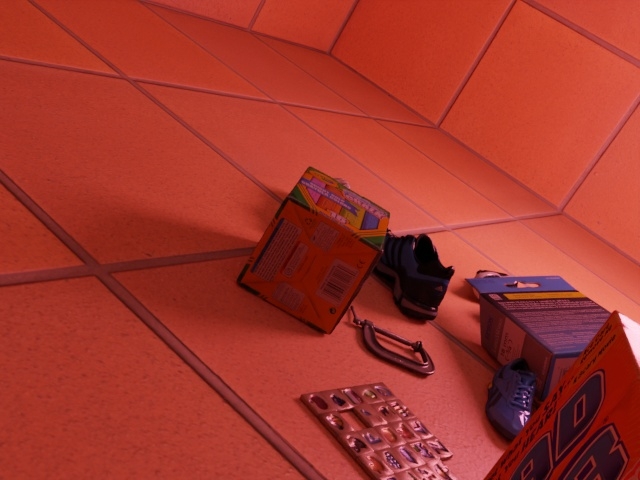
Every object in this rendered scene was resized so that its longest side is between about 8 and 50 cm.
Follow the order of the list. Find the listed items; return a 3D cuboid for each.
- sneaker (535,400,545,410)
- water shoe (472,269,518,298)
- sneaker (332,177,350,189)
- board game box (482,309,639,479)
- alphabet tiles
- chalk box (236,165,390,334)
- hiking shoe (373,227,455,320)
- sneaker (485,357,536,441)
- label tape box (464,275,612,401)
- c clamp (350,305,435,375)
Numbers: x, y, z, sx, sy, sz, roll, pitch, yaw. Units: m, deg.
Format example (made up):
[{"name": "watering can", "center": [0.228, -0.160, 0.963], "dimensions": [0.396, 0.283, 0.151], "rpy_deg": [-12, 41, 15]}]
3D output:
[{"name": "sneaker", "center": [0.509, 0.319, 1.444], "dimensions": [0.283, 0.122, 0.110], "rpy_deg": [22, 21, -23]}, {"name": "water shoe", "center": [0.389, 0.105, 1.909], "dimensions": [0.080, 0.073, 0.203], "rpy_deg": [18, 4, 37]}, {"name": "sneaker", "center": [-0.001, -0.068, 1.700], "dimensions": [0.118, 0.110, 0.292], "rpy_deg": [17, 21, -11]}, {"name": "board game box", "center": [0.346, 0.353, 0.768], "dimensions": [0.356, 0.356, 0.356], "rpy_deg": [32, 19, 3]}, {"name": "alphabet tiles", "center": [0.106, 0.284, 1.119], "dimensions": [0.198, 0.009, 0.237], "rpy_deg": [5, 32, -52]}, {"name": "chalk box", "center": [0.000, 0.000, 1.410], "dimensions": [0.179, 0.180, 0.289], "rpy_deg": [30, 18, -2]}, {"name": "hiking shoe", "center": [0.181, 0.033, 1.656], "dimensions": [0.113, 0.132, 0.304], "rpy_deg": [17, 23, -34]}, {"name": "sneaker", "center": [0.331, 0.264, 1.387], "dimensions": [0.069, 0.082, 0.209], "rpy_deg": [32, 21, -1]}, {"name": "label tape box", "center": [0.455, 0.182, 1.600], "dimensions": [0.241, 0.105, 0.333], "rpy_deg": [0, 20, -19]}, {"name": "c clamp", "center": [0.126, 0.173, 1.400], "dimensions": [0.161, 0.022, 0.137], "rpy_deg": [27, 19, -9]}]
